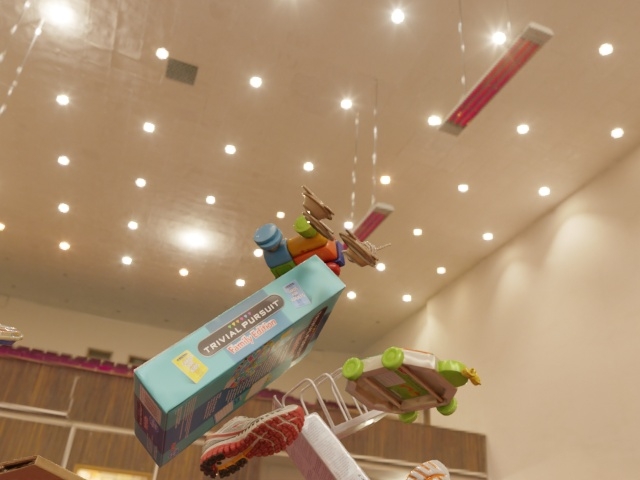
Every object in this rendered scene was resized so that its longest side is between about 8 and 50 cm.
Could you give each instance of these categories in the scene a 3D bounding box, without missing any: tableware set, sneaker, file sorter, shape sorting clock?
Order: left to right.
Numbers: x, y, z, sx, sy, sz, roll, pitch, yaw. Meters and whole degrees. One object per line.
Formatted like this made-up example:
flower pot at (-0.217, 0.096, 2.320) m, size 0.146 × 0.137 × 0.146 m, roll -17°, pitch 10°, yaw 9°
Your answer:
shape sorting clock at (-0.651, 0.150, 1.075) m, size 0.206 × 0.040 × 0.206 m, roll 19°, pitch -9°, yaw 3°
sneaker at (-0.138, 0.375, 1.163) m, size 0.225 × 0.092 × 0.088 m, roll -25°, pitch -59°, yaw 3°
tableware set at (0.026, -0.010, 0.827) m, size 0.141 × 0.020 × 0.168 m, roll 41°, pitch -6°, yaw 9°
file sorter at (0.060, 0.475, 1.724) m, size 0.278 × 0.173 × 0.193 m, roll -7°, pitch -29°, yaw -41°
sneaker at (0.180, 0.530, 1.173) m, size 0.084 × 0.215 × 0.083 m, roll 39°, pitch -29°, yaw 14°

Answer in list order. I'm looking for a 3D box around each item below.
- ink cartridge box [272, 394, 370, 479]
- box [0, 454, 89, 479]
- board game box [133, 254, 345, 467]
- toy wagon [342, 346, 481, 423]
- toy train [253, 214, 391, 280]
ink cartridge box at (0.005, 0.537, 1.420) m, size 0.071 × 0.330 × 0.324 m, roll -31°, pitch -25°, yaw -22°
box at (-0.470, 0.428, 1.012) m, size 0.164 × 0.021 × 0.201 m, roll -20°, pitch -48°, yaw 19°
board game box at (-0.133, 0.192, 0.946) m, size 0.079 × 0.336 × 0.253 m, roll 46°, pitch -36°, yaw 17°
toy wagon at (0.232, 0.350, 1.456) m, size 0.344 × 0.068 × 0.267 m, roll -24°, pitch -52°, yaw 33°
toy train at (0.000, 0.000, 1.175) m, size 0.248 × 0.105 × 0.143 m, roll -20°, pitch -48°, yaw 13°
